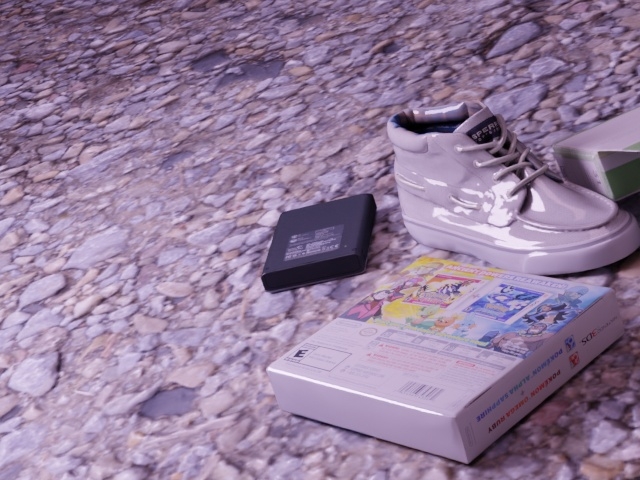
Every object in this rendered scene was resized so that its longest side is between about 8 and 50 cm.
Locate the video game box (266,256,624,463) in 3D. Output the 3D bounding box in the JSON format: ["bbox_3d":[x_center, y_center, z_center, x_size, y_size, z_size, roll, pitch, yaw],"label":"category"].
[{"bbox_3d":[0.093,0.084,1.317,0.187,0.048,0.205,-36,29,-32],"label":"video game box"}]

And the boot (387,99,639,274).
[{"bbox_3d":[0.152,-0.051,1.475,0.095,0.123,0.258,-35,28,-34],"label":"boot"}]

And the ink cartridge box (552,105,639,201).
[{"bbox_3d":[0.310,-0.087,1.453,0.171,0.056,0.235,-23,10,-7],"label":"ink cartridge box"}]

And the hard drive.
[{"bbox_3d":[0.000,0.000,1.602,0.094,0.022,0.135,-13,24,13],"label":"hard drive"}]
